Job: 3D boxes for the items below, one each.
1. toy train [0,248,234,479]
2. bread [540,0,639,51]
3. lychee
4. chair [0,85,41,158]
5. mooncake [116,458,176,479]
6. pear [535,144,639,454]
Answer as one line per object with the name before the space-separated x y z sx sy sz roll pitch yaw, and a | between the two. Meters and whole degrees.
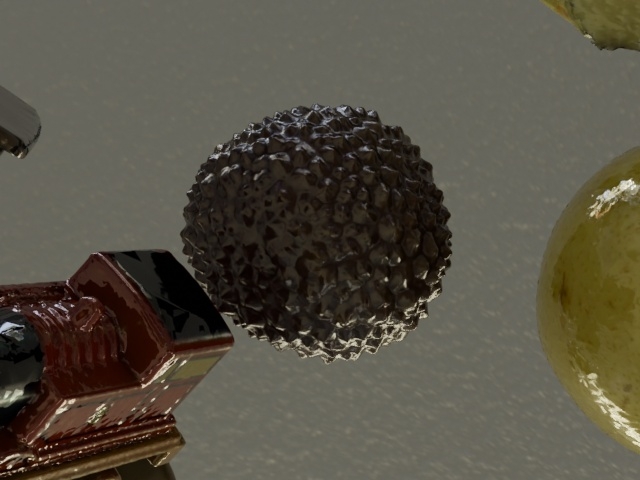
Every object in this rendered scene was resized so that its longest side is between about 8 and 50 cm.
toy train | -0.222 0.120 0.976 0.232 0.369 0.163 -48 -110 20
bread | 0.329 -0.359 1.197 0.345 0.242 0.405 -16 -140 -8
lychee | 0.000 0.000 1.204 0.267 0.267 0.268 -9 -112 23
chair | -0.205 -0.107 0.558 0.186 0.160 0.319 35 -88 -13
mooncake | -0.248 0.239 1.250 0.117 0.235 0.235 -27 -127 -30
pear | 0.380 0.058 1.160 0.348 0.348 0.348 -9 -112 23
